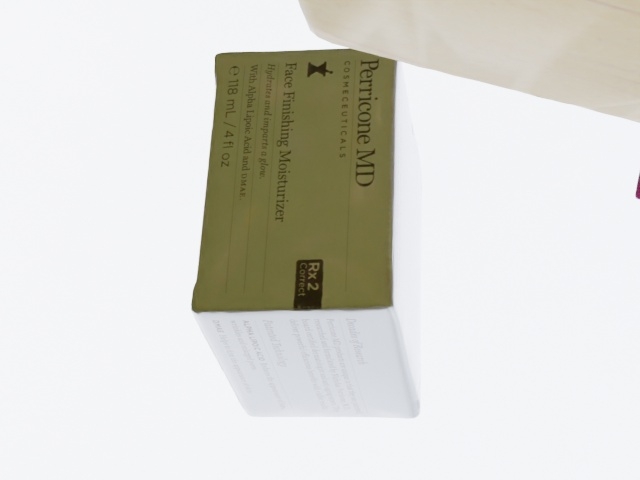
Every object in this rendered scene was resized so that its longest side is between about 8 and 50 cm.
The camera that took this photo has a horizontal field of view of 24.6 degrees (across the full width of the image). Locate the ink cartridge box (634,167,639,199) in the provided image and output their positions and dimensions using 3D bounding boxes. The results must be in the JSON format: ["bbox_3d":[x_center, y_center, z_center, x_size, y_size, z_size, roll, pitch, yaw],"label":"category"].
[{"bbox_3d":[0.314,-0.176,0.859,0.175,0.069,0.371,16,-67,15],"label":"ink cartridge box"}]

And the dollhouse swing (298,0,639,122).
[{"bbox_3d":[0.133,-0.247,0.356,0.315,0.305,0.347,14,-112,-6],"label":"dollhouse swing"}]

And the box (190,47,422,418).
[{"bbox_3d":[0.000,0.000,0.930,0.119,0.182,0.181,-2,-118,8],"label":"box"}]
